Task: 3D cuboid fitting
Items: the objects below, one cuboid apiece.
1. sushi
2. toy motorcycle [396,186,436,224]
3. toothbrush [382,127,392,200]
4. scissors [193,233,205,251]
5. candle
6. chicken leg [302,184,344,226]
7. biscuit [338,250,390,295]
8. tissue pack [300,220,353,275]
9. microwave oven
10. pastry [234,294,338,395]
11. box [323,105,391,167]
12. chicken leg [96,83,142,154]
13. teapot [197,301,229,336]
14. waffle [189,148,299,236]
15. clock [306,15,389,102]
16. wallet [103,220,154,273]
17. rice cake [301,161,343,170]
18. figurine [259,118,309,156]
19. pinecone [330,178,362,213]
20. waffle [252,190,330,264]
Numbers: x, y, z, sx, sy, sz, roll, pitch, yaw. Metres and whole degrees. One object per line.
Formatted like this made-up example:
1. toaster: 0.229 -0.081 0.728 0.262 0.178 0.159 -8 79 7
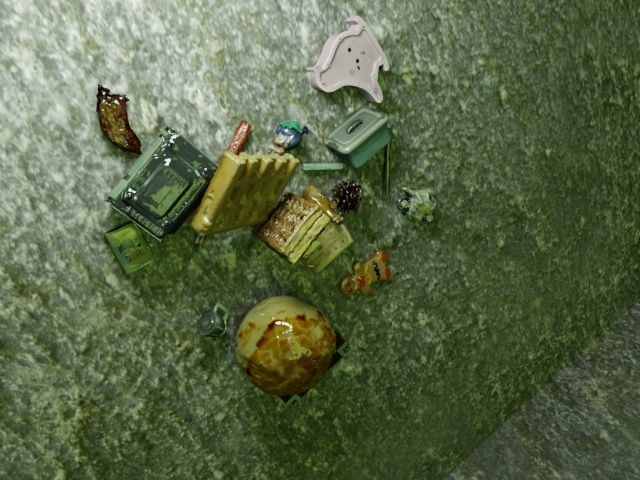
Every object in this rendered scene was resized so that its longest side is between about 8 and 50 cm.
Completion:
1. sushi: -0.047 0.523 2.148 0.373 0.100 0.296 -42 122 -9
2. toy motorcycle: 0.418 -0.160 2.173 0.229 0.074 0.151 25 92 -31
3. toothbrush: 0.269 -0.303 2.068 0.030 0.030 0.297 0 111 -1
4. scissors: -0.421 -0.013 1.809 0.039 0.012 0.113 18 98 -31
5. candle: -0.323 -0.257 1.754 0.051 0.048 0.329 27 93 -24
6. chicken leg: 0.013 -0.123 1.906 0.085 0.207 0.101 -45 156 -4
7. biscuit: 0.191 0.156 2.185 0.250 0.036 0.165 -27 117 -17
8. tissue pack: 0.000 0.000 1.995 0.222 0.090 0.186 -44 119 -10
9. microwave oven: -0.479 -0.177 1.592 0.237 0.181 0.295 39 86 -14
10. pastry: -0.124 0.400 1.920 0.389 0.312 0.388 -2 100 -11
11. box: 0.142 -0.384 1.898 0.227 0.162 0.130 -42 132 -9
12. chicken leg: -0.614 -0.359 1.556 0.105 0.063 0.233 -16 117 -17
13. teapot: -0.382 0.306 1.901 0.124 0.092 0.091 -48 139 2
14. waffle: -0.241 -0.156 1.681 0.348 0.077 0.304 -17 144 -55
15. clock: 0.113 -0.600 1.849 0.275 0.080 0.290 -47 121 -5
16. wallet: -0.627 0.023 1.695 0.110 0.039 0.155 -28 119 -16
17. rice cake: 0.008 -0.279 1.933 0.171 0.033 0.029 -6 107 -26
18. figurine: -0.133 -0.339 1.806 0.102 0.111 0.195 34 96 -22
19. pinecone: 0.100 -0.170 1.967 0.121 0.140 0.140 2 109 0
20. waffle: -0.106 -0.051 1.791 0.091 0.308 0.212 41 85 -28
